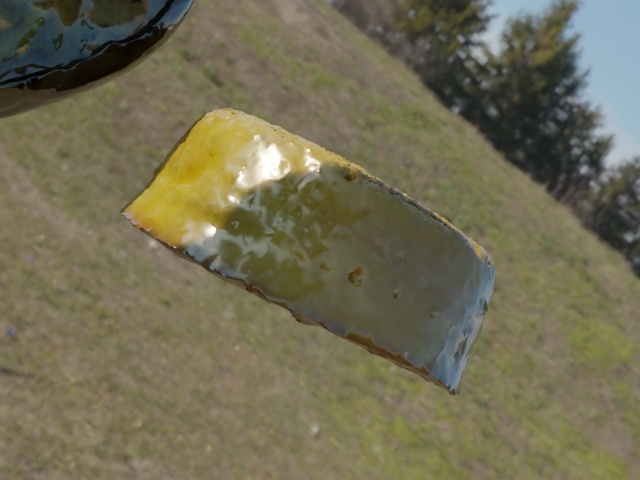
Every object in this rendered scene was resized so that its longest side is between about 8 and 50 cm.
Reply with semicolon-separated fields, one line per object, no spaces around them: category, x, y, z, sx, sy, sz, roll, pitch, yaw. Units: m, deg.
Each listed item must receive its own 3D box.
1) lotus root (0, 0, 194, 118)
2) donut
lotus root;-0.214;-0.168;0.832;0.160;0.274;0.152;67;-16;-3
donut;0.002;0.001;0.867;0.277;0.108;0.277;29;0;0
